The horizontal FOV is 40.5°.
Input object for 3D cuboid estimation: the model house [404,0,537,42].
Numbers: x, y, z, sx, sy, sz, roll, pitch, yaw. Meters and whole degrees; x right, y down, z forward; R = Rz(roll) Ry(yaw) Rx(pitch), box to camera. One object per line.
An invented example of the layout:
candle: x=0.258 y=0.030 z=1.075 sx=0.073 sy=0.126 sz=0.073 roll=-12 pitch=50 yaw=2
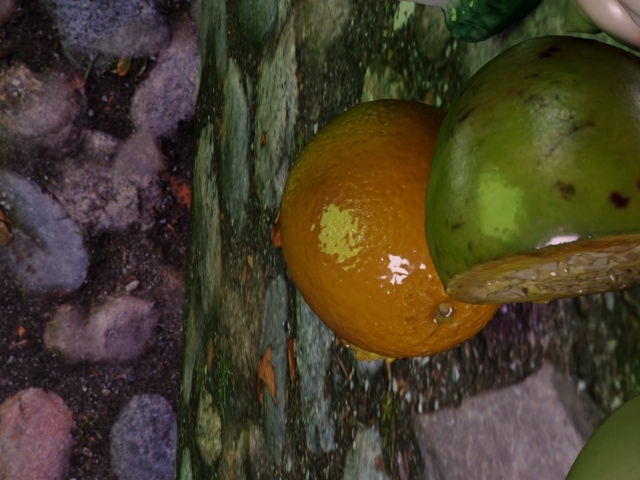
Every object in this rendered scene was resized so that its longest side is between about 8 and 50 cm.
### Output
model house: x=0.037 y=-0.340 z=0.752 sx=0.194 sy=0.324 sz=0.267 roll=130 pitch=139 yaw=-63

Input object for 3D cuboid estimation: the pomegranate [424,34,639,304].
pomegranate: x=0.167 y=-0.056 z=0.543 sx=0.241 sy=0.189 sz=0.159 roll=142 pitch=125 yaw=-66

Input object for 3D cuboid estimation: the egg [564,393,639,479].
egg: x=0.201 y=0.189 z=0.420 sx=0.189 sy=0.188 sz=0.254 roll=115 pitch=157 yaw=-48

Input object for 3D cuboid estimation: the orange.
orange: x=0.070 y=-0.013 z=0.784 sx=0.236 sy=0.236 sz=0.237 roll=-178 pitch=90 yaw=-71

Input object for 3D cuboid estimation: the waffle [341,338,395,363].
waffle: x=0.063 y=0.012 z=1.027 sx=0.280 sy=0.060 sz=0.262 roll=121 pitch=144 yaw=-60

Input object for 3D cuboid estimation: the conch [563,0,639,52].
conch: x=0.221 y=-0.203 z=0.503 sx=0.255 sy=0.127 sz=0.158 roll=120 pitch=148 yaw=-52
